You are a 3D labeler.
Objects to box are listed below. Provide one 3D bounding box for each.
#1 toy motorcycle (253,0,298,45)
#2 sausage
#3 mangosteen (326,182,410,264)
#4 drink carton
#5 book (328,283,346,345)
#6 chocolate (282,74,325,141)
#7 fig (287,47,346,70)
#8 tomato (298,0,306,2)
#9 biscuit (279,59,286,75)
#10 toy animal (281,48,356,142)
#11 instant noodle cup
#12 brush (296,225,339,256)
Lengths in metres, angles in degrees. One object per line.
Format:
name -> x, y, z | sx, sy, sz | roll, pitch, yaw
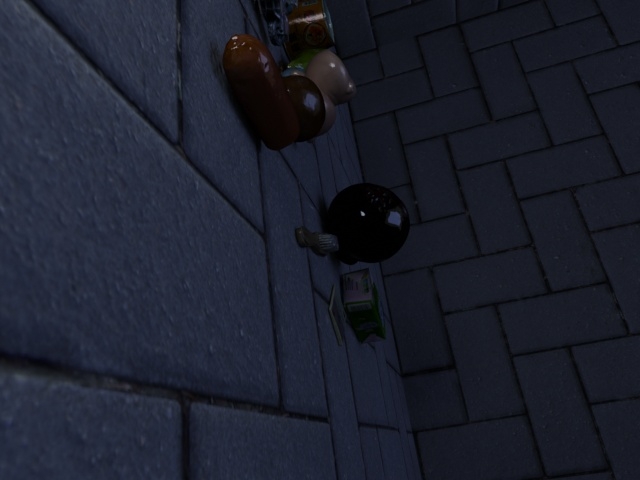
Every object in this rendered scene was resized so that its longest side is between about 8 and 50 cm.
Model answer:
toy motorcycle -> -0.110, -0.706, 1.424 | 0.204, 0.108, 0.239 | -51, 156, -56
sausage -> -0.123, -0.308, 1.015 | 0.259, 0.113, 0.113 | 62, 18, -55
mangosteen -> 0.152, -0.046, 1.702 | 0.297, 0.313, 0.297 | 32, 23, -16
drink carton -> 0.158, 0.236, 1.770 | 0.271, 0.108, 0.161 | 67, 17, -44
book -> 0.054, 0.225, 1.502 | 0.181, 0.014, 0.127 | -74, 149, -69
chocolate -> -0.071, -0.335, 1.231 | 0.177, 0.177, 0.176 | -13, 90, -79
fig -> -0.030, -0.552, 1.606 | 0.275, 0.206, 0.206 | -5, 82, -65
tomato -> -0.099, -0.984, 1.925 | 0.228, 0.112, 0.199 | -37, 121, -79
biscuit -> -0.115, -0.528, 1.549 | 0.092, 0.016, 0.082 | -89, 163, -57
toy animal -> -0.004, -0.424, 1.423 | 0.210, 0.221, 0.229 | 36, 44, -60
instant noodle cup -> -0.049, -0.761, 1.747 | 0.216, 0.172, 0.215 | -12, 90, -78
brush -> 0.000, 0.000, 1.385 | 0.327, 0.065, 0.070 | 22, 58, -75
